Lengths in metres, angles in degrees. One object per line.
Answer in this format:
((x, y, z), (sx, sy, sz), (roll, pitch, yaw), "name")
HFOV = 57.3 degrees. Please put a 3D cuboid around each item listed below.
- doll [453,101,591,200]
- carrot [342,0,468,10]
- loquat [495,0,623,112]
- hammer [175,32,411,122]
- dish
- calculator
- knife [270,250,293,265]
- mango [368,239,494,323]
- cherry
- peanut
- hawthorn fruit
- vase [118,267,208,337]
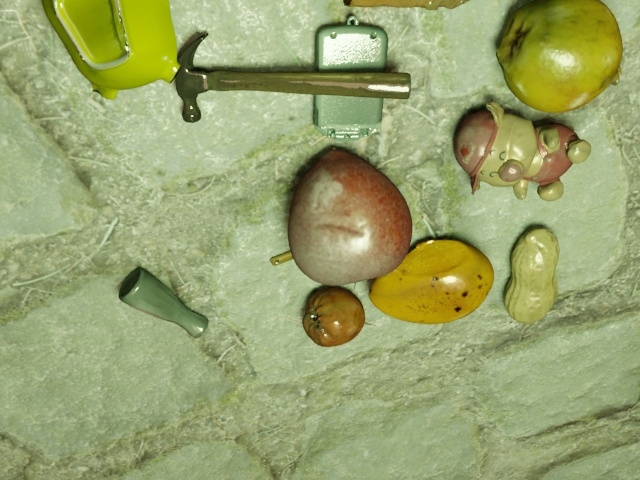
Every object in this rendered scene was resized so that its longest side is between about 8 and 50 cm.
((0.400, -0.175, 1.206), (0.256, 0.152, 0.196), (9, 108, -7), "doll")
((0.171, -0.455, 1.046), (0.263, 0.102, 0.101), (1, 122, -14), "carrot")
((0.458, -0.339, 1.081), (0.246, 0.213, 0.213), (12, 120, -15), "loquat")
((-0.053, -0.295, 1.099), (0.440, 0.044, 0.168), (3, 123, 2), "hammer")
((-0.366, -0.369, 0.997), (0.221, 0.108, 0.262), (-11, 116, 8), "dish")
((0.058, -0.309, 1.141), (0.141, 0.045, 0.246), (-2, 122, -5), "calculator")
((0.000, 0.001, 1.345), (0.256, 0.022, 0.046), (-22, 115, 7), "knife")
((0.257, 0.108, 1.368), (0.291, 0.159, 0.191), (-13, 132, 6), "mango")
((0.058, -0.039, 1.213), (0.261, 0.221, 0.307), (-10, 101, 2), "cherry")
((0.513, 0.083, 1.407), (0.124, 0.123, 0.256), (-2, 118, -5), "peanut")
((0.038, 0.184, 1.416), (0.149, 0.149, 0.189), (-39, 158, 17), "hawthorn fruit")
((-0.359, 0.154, 1.370), (0.086, 0.086, 0.214), (-39, 123, 17), "vase")
